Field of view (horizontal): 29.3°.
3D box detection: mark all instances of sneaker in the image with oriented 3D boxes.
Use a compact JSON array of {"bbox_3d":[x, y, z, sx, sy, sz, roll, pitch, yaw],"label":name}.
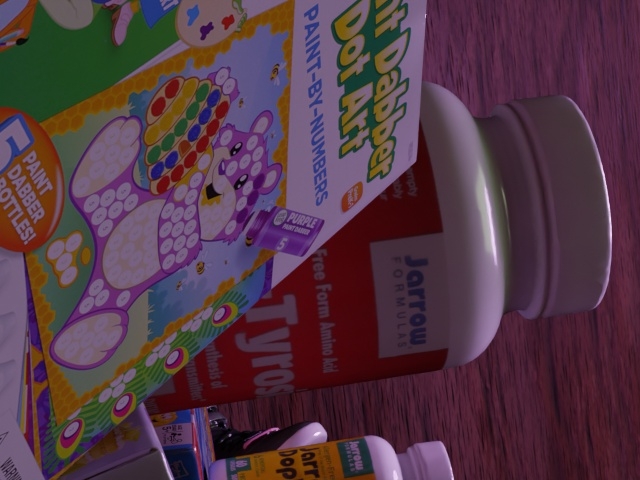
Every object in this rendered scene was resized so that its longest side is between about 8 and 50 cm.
[{"bbox_3d":[-0.112,0.240,1.423,0.296,0.105,0.147,-43,-109,43],"label":"sneaker"}]

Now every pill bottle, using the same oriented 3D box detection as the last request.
[{"bbox_3d":[0.011,0.237,1.080,0.117,0.208,0.117,172,-90,-86],"label":"pill bottle"},{"bbox_3d":[0.000,0.000,0.947,0.229,0.408,0.229,171,-90,-86],"label":"pill bottle"}]

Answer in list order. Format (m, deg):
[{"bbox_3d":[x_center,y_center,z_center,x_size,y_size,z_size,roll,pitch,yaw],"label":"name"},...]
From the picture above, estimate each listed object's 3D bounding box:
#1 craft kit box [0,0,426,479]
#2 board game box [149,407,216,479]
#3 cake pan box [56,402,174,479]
[{"bbox_3d":[-0.060,-0.048,0.410,0.061,0.246,0.250,34,-28,24],"label":"craft kit box"},{"bbox_3d":[-0.144,0.246,1.167,0.302,0.086,0.308,-106,-171,-64],"label":"board game box"},{"bbox_3d":[-0.084,0.197,0.636,0.246,0.070,0.266,-147,-142,-76],"label":"cake pan box"}]
